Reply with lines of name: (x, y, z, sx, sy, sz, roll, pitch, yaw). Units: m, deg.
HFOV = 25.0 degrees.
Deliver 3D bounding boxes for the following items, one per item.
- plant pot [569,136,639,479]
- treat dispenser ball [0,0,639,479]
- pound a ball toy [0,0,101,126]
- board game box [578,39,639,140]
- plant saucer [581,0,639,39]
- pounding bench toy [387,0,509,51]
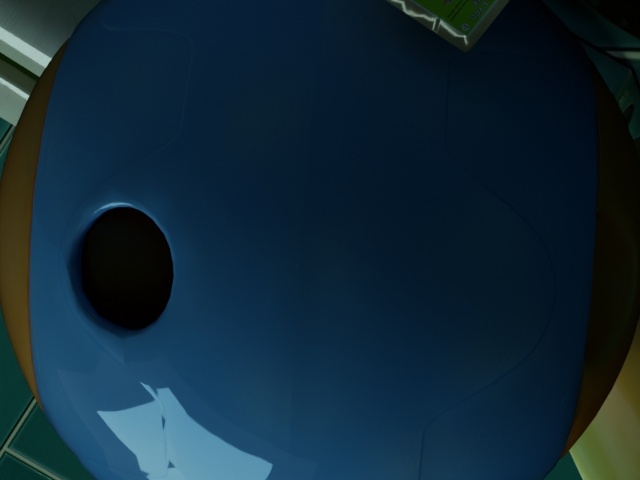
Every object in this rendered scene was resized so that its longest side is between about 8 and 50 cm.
plant pot: (0.226, 0.075, 0.746, 0.254, 0.254, 0.239, 29, -160, -52)
treat dispenser ball: (0.000, 0.000, 0.648, 0.288, 0.288, 0.288, 33, -177, -2)
pound a ball toy: (-0.090, -0.069, 0.848, 0.319, 0.208, 0.136, 33, 149, -23)
board game box: (0.126, 0.018, 0.963, 0.079, 0.253, 0.336, 32, -177, 18)
plant saucer: (0.132, -0.101, 0.602, 0.083, 0.013, 0.083, 34, -178, -2)
pounding bench toy: (0.058, -0.124, 0.513, 0.052, 0.083, 0.065, 31, -145, -10)
